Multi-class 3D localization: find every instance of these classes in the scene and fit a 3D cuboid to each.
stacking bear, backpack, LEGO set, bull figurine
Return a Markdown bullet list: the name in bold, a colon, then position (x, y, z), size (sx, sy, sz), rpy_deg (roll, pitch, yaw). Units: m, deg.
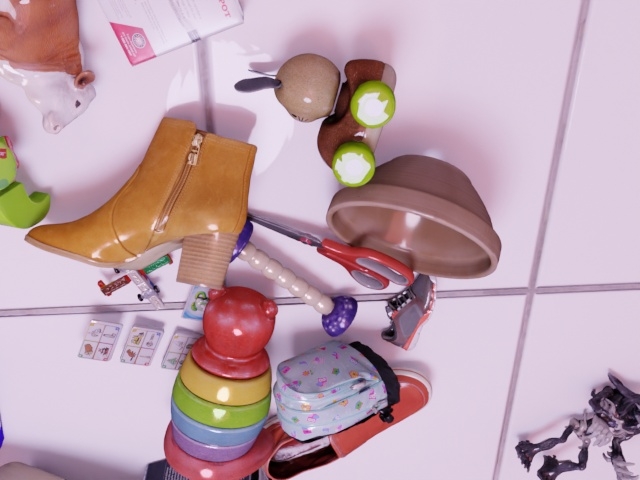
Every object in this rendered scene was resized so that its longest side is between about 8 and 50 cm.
- **stacking bear**: position (-0.142, 0.205, 0.964), size (0.175, 0.164, 0.289), rpy_deg (17, 108, 11)
- **backpack**: position (0.014, 0.228, 0.970), size (0.182, 0.152, 0.115), rpy_deg (-17, 112, -26)
- **LEGO set**: position (-0.252, 0.090, 0.969), size (0.182, 0.060, 0.244), rpy_deg (13, 118, -25)
- **bull figurine**: position (-0.344, -0.276, 0.701), size (0.188, 0.101, 0.310), rpy_deg (-10, 117, -42)

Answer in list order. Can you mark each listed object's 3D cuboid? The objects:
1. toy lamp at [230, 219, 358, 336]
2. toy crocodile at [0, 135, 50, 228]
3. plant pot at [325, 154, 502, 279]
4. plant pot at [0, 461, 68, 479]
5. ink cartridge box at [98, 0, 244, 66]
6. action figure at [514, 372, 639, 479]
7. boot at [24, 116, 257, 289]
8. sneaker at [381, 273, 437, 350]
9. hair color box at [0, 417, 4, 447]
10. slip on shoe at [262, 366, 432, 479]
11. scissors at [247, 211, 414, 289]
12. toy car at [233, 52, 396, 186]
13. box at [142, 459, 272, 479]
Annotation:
- **toy lamp**: position (-0.065, 0.044, 0.930), size (0.275, 0.080, 0.080), rpy_deg (35, 110, -23)
- **toy crocodile**: position (-0.456, -0.157, 0.775), size (0.115, 0.105, 0.340), rpy_deg (-5, 120, 39)
- **plant pot**: position (0.135, -0.041, 0.853), size (0.237, 0.237, 0.109), rpy_deg (25, 74, -17)
- **plant pot**: position (-0.410, 0.517, 1.021), size (0.274, 0.256, 0.256), rpy_deg (9, 118, 5)
- **ink cartridge box**: position (-0.177, -0.290, 0.746), size (0.151, 0.063, 0.109), rpy_deg (-20, 118, 5)
- **action figure**: position (0.497, 0.350, 1.109), size (0.276, 0.141, 0.164), rpy_deg (-37, 104, 16)
- **boot**: position (-0.235, -0.062, 0.836), size (0.295, 0.104, 0.211), rpy_deg (10, 86, 10)
- **sneaker**: position (0.137, 0.107, 0.992), size (0.065, 0.061, 0.158), rpy_deg (14, 116, -5)
- **hair color box**: position (-0.698, 0.276, 0.983), size (0.339, 0.110, 0.185), rpy_deg (5, 119, -6)
- **slip on shoe**: position (0.041, 0.319, 1.073), size (0.331, 0.101, 0.123), rpy_deg (-25, 116, 7)
- **scissors**: position (0.000, 0.000, 0.915), size (0.297, 0.021, 0.109), rpy_deg (30, 155, -16)
- **toy car**: position (-0.010, -0.170, 0.784), size (0.188, 0.155, 0.149), rpy_deg (17, 116, -3)
- **box**: position (-0.196, 0.465, 1.127), size (0.207, 0.108, 0.153), rpy_deg (-18, 119, 4)
